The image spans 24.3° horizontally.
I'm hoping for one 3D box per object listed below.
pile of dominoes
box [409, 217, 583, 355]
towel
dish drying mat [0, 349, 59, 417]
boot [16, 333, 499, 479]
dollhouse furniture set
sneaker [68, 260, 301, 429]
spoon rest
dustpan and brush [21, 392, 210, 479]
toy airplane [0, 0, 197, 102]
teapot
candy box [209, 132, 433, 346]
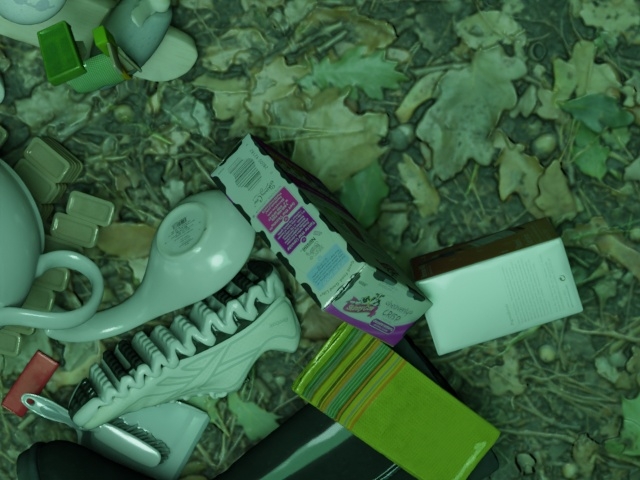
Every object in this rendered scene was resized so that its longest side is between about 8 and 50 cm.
[{"bbox_3d":[-0.362,0.002,1.735,0.196,0.040,0.251,38,102,14],"label":"pile of dominoes"},{"bbox_3d":[0.197,0.050,1.699,0.171,0.130,0.091,-17,101,3],"label":"box"},{"bbox_3d":[0.087,0.189,1.645,0.237,0.021,0.102,37,95,-20],"label":"towel"},{"bbox_3d":[-0.349,0.172,1.792,0.032,0.008,0.083,34,98,-6],"label":"dish drying mat"},{"bbox_3d":[-0.065,0.249,1.698,0.445,0.146,0.367,-32,126,9],"label":"boot"},{"bbox_3d":[-0.238,-0.172,1.546,0.076,0.151,0.058,-22,71,8],"label":"dollhouse furniture set"},{"bbox_3d":[-0.153,0.145,1.726,0.292,0.110,0.118,-31,114,-5],"label":"sneaker"},{"bbox_3d":[-0.190,0.037,1.720,0.276,0.137,0.084,-29,141,13],"label":"spoon rest"},{"bbox_3d":[-0.256,0.227,1.774,0.211,0.060,0.147,28,100,-4],"label":"dustpan and brush"},{"bbox_3d":[-0.345,-0.279,1.567,0.386,0.272,0.384,-23,124,-13],"label":"toy airplane"},{"bbox_3d":[-0.390,-0.010,1.633,0.253,0.187,0.256,-7,109,45],"label":"teapot"},{"bbox_3d":[0.000,0.000,1.622,0.071,0.159,0.233,-48,54,8],"label":"candy box"}]
